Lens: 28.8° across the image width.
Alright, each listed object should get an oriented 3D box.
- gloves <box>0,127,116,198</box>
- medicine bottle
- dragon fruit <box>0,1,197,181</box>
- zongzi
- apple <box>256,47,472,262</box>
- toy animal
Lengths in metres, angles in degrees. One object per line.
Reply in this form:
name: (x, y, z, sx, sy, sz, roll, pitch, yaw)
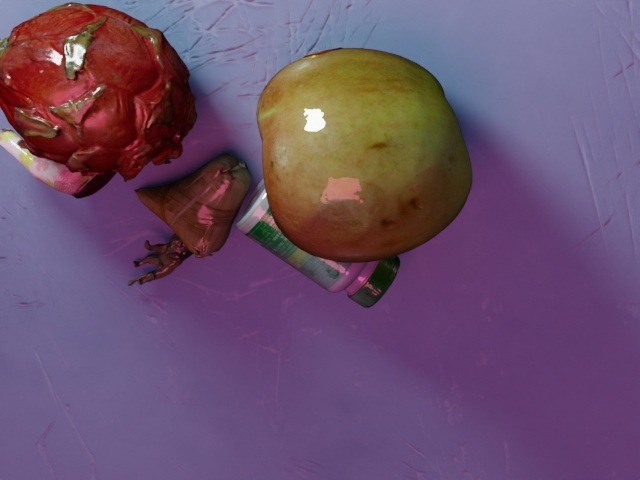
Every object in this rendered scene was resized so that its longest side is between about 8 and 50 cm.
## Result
gloves: (-0.461, -0.187, 2.135, 0.241, 0.126, 0.145, 53, 135, 11)
medicine bottle: (0.000, 0.000, 2.121, 0.274, 0.133, 0.133, 35, 129, -12)
dragon fruit: (-0.356, -0.237, 1.959, 0.342, 0.277, 0.277, 28, 131, -19)
zongzi: (-0.225, -0.091, 2.158, 0.197, 0.099, 0.194, 39, 119, 17)
apple: (0.067, -0.133, 1.874, 0.305, 0.338, 0.338, -10, 125, 6)
toy animal: (-0.298, 0.040, 2.283, 0.220, 0.086, 0.069, -31, 74, 40)
